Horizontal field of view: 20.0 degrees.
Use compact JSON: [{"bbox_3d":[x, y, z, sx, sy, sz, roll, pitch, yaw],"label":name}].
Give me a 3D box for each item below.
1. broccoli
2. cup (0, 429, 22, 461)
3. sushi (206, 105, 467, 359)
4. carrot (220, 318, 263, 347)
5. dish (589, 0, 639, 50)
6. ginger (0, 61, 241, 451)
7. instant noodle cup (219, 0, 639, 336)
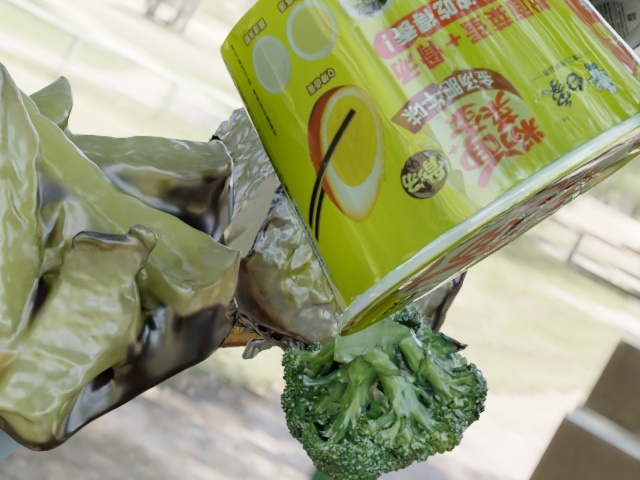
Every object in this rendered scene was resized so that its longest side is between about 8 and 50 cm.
[{"bbox_3d":[0.055,0.136,1.636,0.195,0.195,0.156,31,-30,27],"label":"broccoli"},{"bbox_3d":[-0.322,0.137,1.673,0.095,0.128,0.129,51,-9,39],"label":"cup"},{"bbox_3d":[0.000,-0.001,2.091,0.299,0.281,0.294,52,-15,-24],"label":"sushi"},{"bbox_3d":[-0.049,0.111,2.391,0.314,0.066,0.066,-1,6,0],"label":"carrot"},{"bbox_3d":[0.258,-0.217,1.735,0.224,0.246,0.078,-8,48,-9],"label":"dish"},{"bbox_3d":[-0.262,-0.016,1.406,0.413,0.211,0.358,-10,49,-6],"label":"ginger"},{"bbox_3d":[0.085,-0.104,1.303,0.221,0.311,0.311,57,9,6],"label":"instant noodle cup"}]
